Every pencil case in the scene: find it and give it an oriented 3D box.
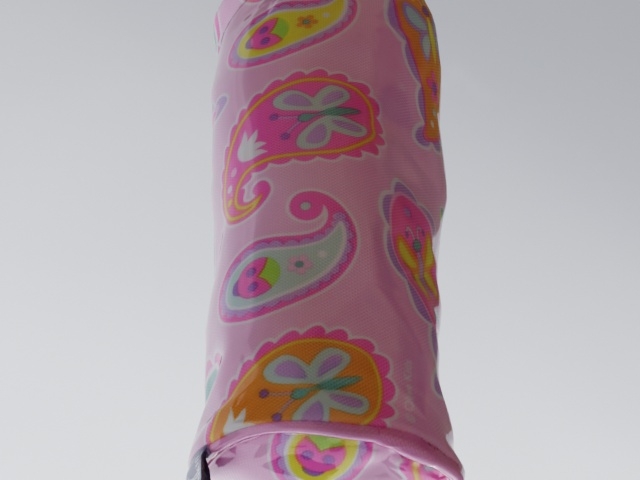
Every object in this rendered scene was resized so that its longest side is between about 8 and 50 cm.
[{"bbox_3d":[0.000,0.000,0.686,0.124,0.124,0.284,28,-132,-34],"label":"pencil case"}]
